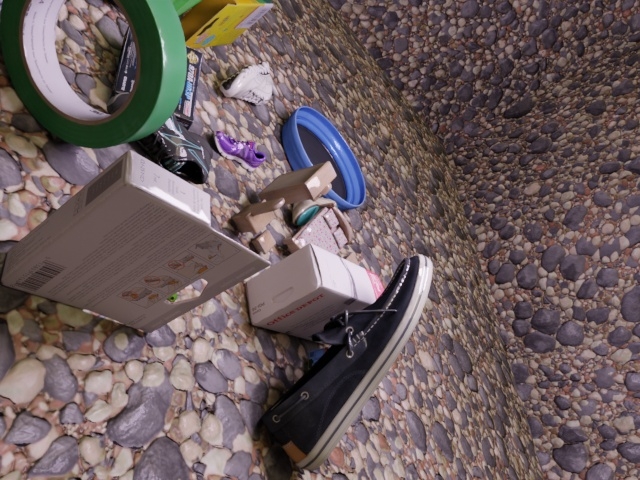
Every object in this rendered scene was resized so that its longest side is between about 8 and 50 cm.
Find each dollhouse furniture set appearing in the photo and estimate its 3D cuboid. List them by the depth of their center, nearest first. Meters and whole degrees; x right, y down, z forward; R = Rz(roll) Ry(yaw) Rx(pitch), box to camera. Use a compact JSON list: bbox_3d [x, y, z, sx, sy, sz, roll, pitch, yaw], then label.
[{"bbox_3d":[0.000,0.000,1.380,0.303,0.174,0.355,-48,118,-41],"label":"dollhouse furniture set"}]

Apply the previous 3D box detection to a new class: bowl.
[{"bbox_3d":[0.013,-0.272,1.838,0.391,0.077,0.391,41,33,-34],"label":"bowl"}]

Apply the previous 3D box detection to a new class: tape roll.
[{"bbox_3d":[-0.387,-0.322,0.914,0.321,0.321,0.077,57,27,-7],"label":"tape roll"}]

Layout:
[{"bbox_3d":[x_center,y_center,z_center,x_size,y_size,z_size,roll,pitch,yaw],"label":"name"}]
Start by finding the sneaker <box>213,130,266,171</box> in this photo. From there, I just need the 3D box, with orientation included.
[{"bbox_3d":[-0.213,-0.250,1.427,0.170,0.071,0.068,26,42,-48],"label":"sneaker"}]

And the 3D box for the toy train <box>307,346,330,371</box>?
[{"bbox_3d":[0.024,0.327,1.227,0.080,0.105,0.184,55,25,-39],"label":"toy train"}]

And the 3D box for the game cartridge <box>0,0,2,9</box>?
[{"bbox_3d":[-0.643,-0.494,0.945,0.196,0.060,0.294,40,33,-27],"label":"game cartridge"}]

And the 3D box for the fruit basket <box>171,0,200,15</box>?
[{"bbox_3d":[-0.376,-0.781,1.312,0.283,0.392,0.392,-10,72,-62],"label":"fruit basket"}]

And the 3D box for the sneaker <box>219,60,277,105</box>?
[{"bbox_3d":[-0.205,-0.465,1.629,0.118,0.110,0.292,63,26,-14],"label":"sneaker"}]

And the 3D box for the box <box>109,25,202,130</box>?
[{"bbox_3d":[-0.365,-0.369,1.211,0.175,0.051,0.220,17,57,-30],"label":"box"}]

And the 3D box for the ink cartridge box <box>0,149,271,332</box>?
[{"bbox_3d":[-0.269,0.024,0.805,0.261,0.296,0.066,33,37,-44],"label":"ink cartridge box"}]

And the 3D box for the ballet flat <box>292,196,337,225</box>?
[{"bbox_3d":[-0.034,-0.095,1.595,0.086,0.086,0.248,64,25,7],"label":"ballet flat"}]

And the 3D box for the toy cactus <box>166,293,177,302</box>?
[{"bbox_3d":[-0.324,0.010,0.961,0.219,0.112,0.180,40,22,-19],"label":"toy cactus"}]

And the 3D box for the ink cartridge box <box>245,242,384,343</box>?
[{"bbox_3d":[-0.003,0.134,1.257,0.283,0.207,0.117,27,40,-48],"label":"ink cartridge box"}]

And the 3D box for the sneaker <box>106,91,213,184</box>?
[{"bbox_3d":[-0.334,-0.215,1.151,0.267,0.101,0.106,32,40,-43],"label":"sneaker"}]

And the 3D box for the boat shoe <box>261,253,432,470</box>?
[{"bbox_3d":[0.064,0.216,1.101,0.156,0.500,0.187,36,-13,3],"label":"boat shoe"}]

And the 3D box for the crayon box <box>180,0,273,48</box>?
[{"bbox_3d":[-0.284,-0.653,1.558,0.081,0.202,0.318,55,26,-10],"label":"crayon box"}]
